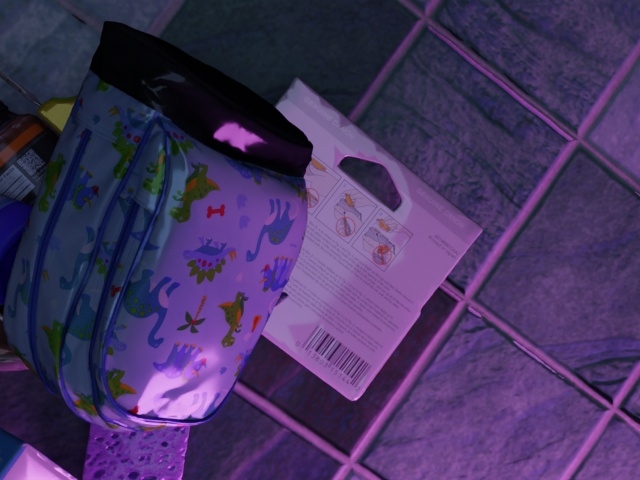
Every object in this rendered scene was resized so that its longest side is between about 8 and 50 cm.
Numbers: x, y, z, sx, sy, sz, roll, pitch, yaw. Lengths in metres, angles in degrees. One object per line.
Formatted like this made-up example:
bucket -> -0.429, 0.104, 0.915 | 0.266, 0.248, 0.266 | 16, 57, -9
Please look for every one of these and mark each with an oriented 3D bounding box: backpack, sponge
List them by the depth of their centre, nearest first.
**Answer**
backpack -> -0.163, 0.013, 1.034 | 0.273, 0.290, 0.355 | 44, 100, 30
sponge -> -0.211, 0.205, 1.215 | 0.117, 0.031, 0.210 | 9, 91, -11

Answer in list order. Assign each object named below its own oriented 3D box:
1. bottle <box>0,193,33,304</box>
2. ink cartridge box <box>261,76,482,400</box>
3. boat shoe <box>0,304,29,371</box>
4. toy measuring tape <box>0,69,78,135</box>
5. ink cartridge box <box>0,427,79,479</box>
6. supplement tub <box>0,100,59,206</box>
bottle -> -0.429, -0.023, 1.085 | 0.283, 0.118, 0.092 | 19, 129, 15
ink cartridge box -> 0.000, 0.000, 1.225 | 0.296, 0.066, 0.261 | 38, 87, -11
boat shoe -> -0.400, 0.075, 1.129 | 0.324, 0.123, 0.116 | 7, 90, -13
toy measuring tape -> -0.263, -0.170, 1.144 | 0.330, 0.121, 0.121 | 44, 85, -10
ink cartridge box -> -0.379, 0.274, 1.018 | 0.198, 0.270, 0.197 | -57, 142, -21
supplement tub -> -0.315, -0.067, 1.143 | 0.106, 0.106, 0.198 | -44, 99, -6
